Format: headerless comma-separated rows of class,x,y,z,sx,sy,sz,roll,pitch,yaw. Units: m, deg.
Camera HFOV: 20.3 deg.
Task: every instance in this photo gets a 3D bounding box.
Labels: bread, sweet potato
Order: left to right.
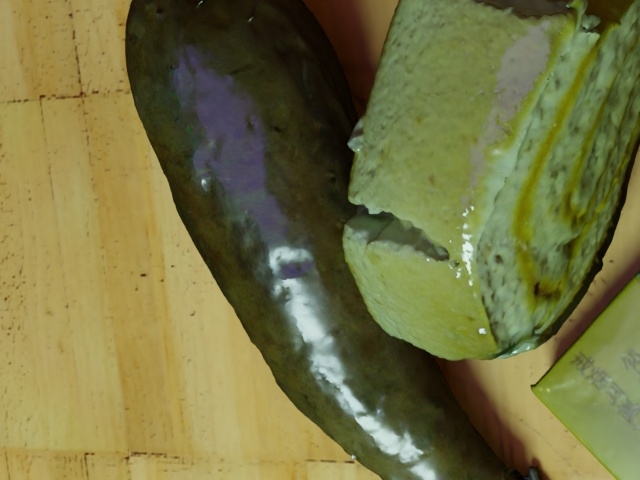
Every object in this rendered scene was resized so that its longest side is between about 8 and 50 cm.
sweet potato,-0.003,0.004,1.074,0.130,0.130,0.422,-25,94,30
bread,0.094,-0.055,0.960,0.124,0.186,0.257,24,102,27

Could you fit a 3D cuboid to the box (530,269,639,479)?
box,0.256,0.043,0.980,0.153,0.041,0.279,46,117,13
